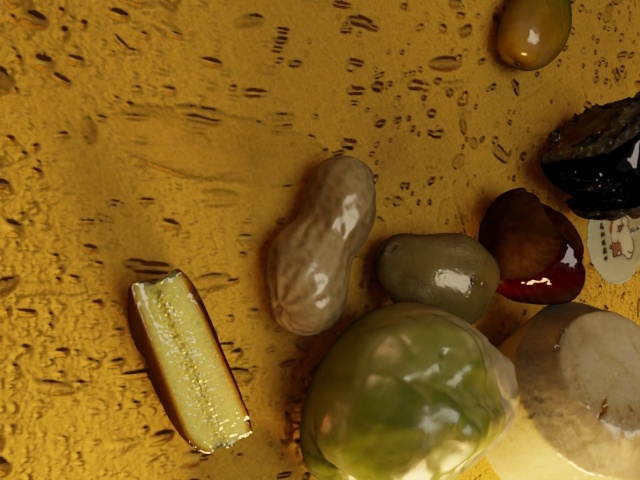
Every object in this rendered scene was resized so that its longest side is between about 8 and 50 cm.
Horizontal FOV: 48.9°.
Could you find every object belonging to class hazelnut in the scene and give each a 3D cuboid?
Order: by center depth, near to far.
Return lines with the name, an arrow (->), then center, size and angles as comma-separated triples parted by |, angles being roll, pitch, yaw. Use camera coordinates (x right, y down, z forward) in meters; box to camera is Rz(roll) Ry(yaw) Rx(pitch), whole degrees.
hazelnut -> 0.336, 0.008, 1.128 | 0.161, 0.170, 0.201 | 9, 52, -2

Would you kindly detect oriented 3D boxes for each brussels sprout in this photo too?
brussels sprout -> 0.119, 0.217, 0.933 | 0.317, 0.242, 0.273 | -20, 133, -4

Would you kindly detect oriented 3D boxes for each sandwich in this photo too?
sandwich -> -0.166, 0.142, 0.854 | 0.090, 0.088, 0.244 | -25, 110, -22

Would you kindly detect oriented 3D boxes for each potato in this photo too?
potato -> 0.169, 0.053, 1.050 | 0.194, 0.157, 0.157 | 25, 78, -17

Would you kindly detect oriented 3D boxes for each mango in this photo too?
mango -> 0.366, -0.369, 1.189 | 0.130, 0.092, 0.194 | 38, 63, -28

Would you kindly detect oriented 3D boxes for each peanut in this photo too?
peanut -> 0.000, 0.000, 0.941 | 0.124, 0.124, 0.256 | 27, 75, -32

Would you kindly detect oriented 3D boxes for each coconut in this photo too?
coconut -> 0.399, 0.266, 1.127 | 0.323, 0.323, 0.322 | -2, 94, -34

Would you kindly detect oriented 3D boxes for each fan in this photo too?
fan -> 0.652, -0.025, 1.446 | 0.329, 0.009, 0.190 | -19, 102, -29

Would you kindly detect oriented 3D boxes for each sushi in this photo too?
sushi -> 0.521, -0.120, 1.223 | 0.225, 0.238, 0.218 | -43, 120, -8
